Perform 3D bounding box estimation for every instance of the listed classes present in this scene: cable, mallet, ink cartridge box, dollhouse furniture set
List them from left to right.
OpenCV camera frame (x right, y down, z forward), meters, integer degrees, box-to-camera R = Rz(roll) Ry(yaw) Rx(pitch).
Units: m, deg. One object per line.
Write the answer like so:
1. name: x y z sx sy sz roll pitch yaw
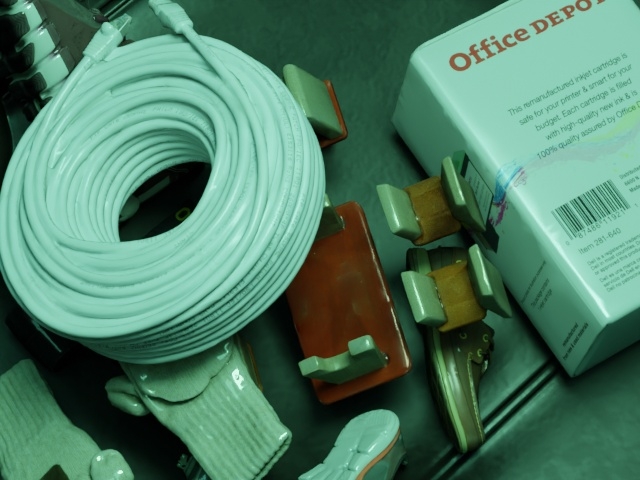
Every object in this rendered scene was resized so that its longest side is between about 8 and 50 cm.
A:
1. mallet: -0.180 0.024 1.568 0.062 0.039 0.189 38 68 9
2. cable: -0.123 -0.032 1.422 0.257 0.089 0.257 -48 55 -6
3. dollhouse furniture set: 0.000 0.000 1.523 0.262 0.135 0.259 -21 71 12
4. ink cartridge box: 0.218 -0.062 1.557 0.201 0.117 0.278 -27 71 -20

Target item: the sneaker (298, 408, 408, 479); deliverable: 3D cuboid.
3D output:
1. sneaker: 0.019 0.205 1.480 0.158 0.065 0.061 -44 33 -24

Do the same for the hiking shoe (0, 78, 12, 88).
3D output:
1. hiking shoe: -0.314 -0.127 1.595 0.114 0.086 0.227 -10 68 -2

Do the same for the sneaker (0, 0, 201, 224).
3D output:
1. sneaker: -0.182 -0.166 1.584 0.162 0.106 0.281 -30 105 -25

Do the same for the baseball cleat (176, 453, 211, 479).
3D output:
1. baseball cleat: -0.080 0.247 1.470 0.109 0.072 0.206 22 75 -5

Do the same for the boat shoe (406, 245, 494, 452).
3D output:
1. boat shoe: 0.113 0.083 1.534 0.060 0.064 0.178 -9 66 -3

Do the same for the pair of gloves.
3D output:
1. pair of gloves: -0.154 0.140 1.450 0.240 0.042 0.204 -38 65 15
